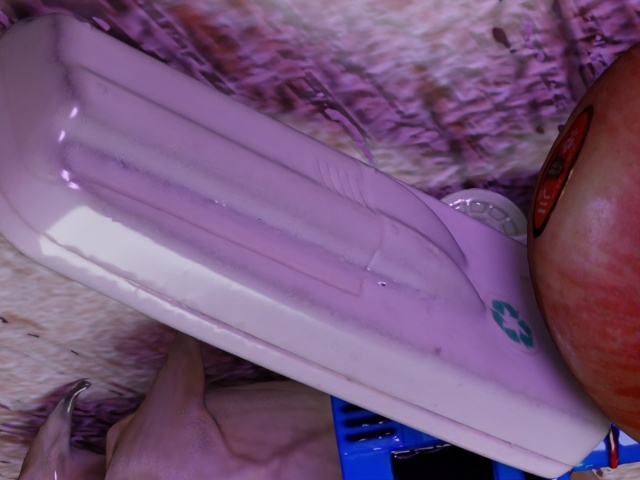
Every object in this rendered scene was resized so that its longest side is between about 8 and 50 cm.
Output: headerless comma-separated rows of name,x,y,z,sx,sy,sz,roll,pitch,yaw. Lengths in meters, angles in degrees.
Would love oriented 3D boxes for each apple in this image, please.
apple,0.136,-0.002,0.611,0.146,0.146,0.131,-3,-160,-15

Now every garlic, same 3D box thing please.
garlic,-0.004,0.159,0.933,0.313,0.286,0.249,6,111,-47

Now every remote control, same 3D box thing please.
remote control,-0.001,0.001,0.596,0.230,0.090,0.049,25,121,-37

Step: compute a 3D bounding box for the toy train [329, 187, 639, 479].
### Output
toy train,0.100,0.044,0.726,0.204,0.131,0.083,-10,159,4
